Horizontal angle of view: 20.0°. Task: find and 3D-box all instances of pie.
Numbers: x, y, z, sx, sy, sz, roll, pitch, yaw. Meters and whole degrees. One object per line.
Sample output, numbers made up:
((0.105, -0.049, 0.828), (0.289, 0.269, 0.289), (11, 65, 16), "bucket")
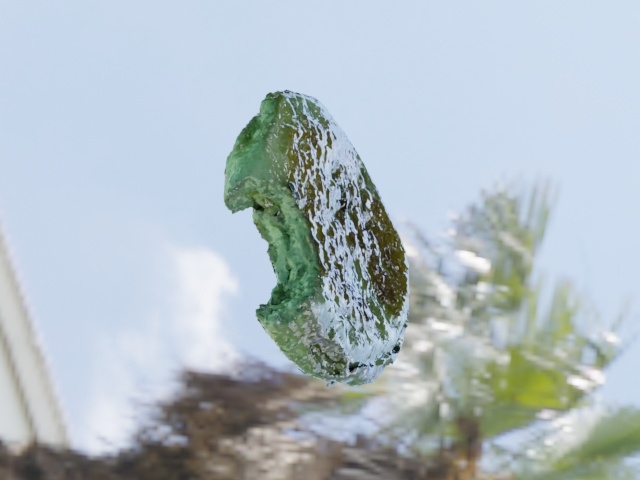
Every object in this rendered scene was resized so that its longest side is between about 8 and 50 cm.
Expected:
((0.003, -0.001, 1.679), (0.067, 0.302, 0.302), (-18, -112, 21), "pie")
